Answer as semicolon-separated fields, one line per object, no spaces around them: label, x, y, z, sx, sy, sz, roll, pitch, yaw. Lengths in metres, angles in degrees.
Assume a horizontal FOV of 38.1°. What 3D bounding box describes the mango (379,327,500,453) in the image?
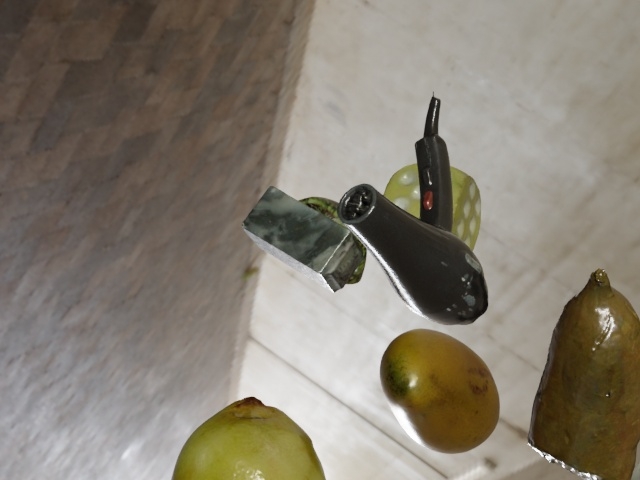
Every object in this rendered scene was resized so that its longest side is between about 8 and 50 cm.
mango;0.253;0.326;2.042;0.221;0.264;0.378;-24;147;23

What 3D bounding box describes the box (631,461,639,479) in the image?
box;0.719;0.453;1.895;0.245;0.035;0.139;16;113;-47

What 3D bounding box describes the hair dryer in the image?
hair dryer;0.100;-0.058;0.994;0.091;0.235;0.272;-21;-131;30

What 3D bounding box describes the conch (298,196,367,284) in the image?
conch;0.001;-0.002;1.753;0.181;0.187;0.124;-19;148;-41

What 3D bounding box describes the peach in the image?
peach;-0.136;0.463;1.669;0.281;0.314;0.316;6;111;-37

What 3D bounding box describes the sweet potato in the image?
sweet potato;0.389;0.201;1.315;0.158;0.157;0.370;-42;140;-62

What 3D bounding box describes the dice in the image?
dice;0.227;-0.048;1.910;0.166;0.169;0.169;57;45;-50

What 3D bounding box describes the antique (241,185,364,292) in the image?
antique;-0.023;0.000;1.478;0.086;0.183;0.088;-54;153;-10
